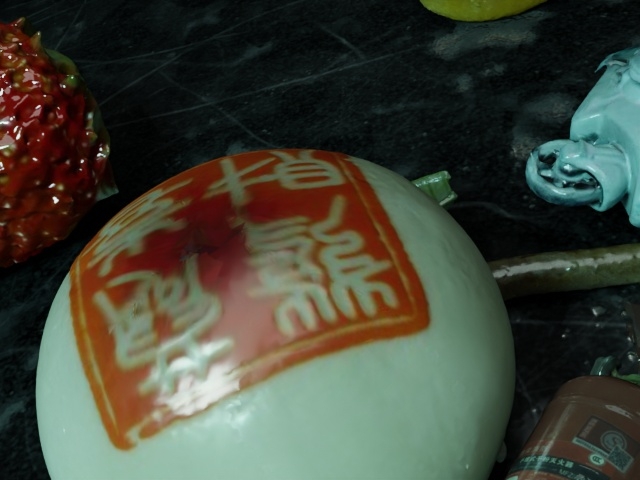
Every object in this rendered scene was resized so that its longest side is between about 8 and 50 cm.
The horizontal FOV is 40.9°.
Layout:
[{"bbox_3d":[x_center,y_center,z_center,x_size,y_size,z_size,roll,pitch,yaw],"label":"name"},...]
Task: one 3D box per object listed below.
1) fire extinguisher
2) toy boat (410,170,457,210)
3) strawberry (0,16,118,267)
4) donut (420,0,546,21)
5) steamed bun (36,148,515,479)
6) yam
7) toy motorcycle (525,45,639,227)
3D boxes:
[{"bbox_3d":[0.169,0.163,0.561,0.106,0.147,0.337,17,52,33],"label":"fire extinguisher"},{"bbox_3d":[0.000,0.000,0.889,0.293,0.055,0.093,-16,39,5],"label":"toy boat"},{"bbox_3d":[-0.419,-0.091,0.985,0.343,0.292,0.292,-34,42,-22],"label":"strawberry"},{"bbox_3d":[0.250,-0.412,1.225,0.278,0.108,0.277,-11,40,10],"label":"donut"},{"bbox_3d":[-0.049,0.076,0.649,0.374,0.241,0.374,-14,45,14],"label":"steamed bun"},{"bbox_3d":[0.176,0.038,0.785,0.327,0.045,0.045,-9,7,11],"label":"yam"},{"bbox_3d":[0.331,-0.096,0.804,0.206,0.154,0.260,26,55,26],"label":"toy motorcycle"}]
